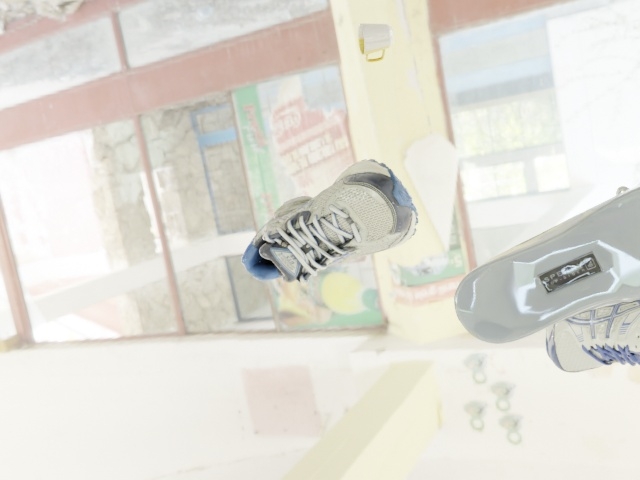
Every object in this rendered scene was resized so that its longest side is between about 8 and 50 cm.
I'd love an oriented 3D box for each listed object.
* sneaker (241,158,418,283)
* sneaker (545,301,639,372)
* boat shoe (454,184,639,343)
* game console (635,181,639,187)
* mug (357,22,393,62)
[{"bbox_3d":[0.000,0.000,0.373,0.058,0.052,0.135,-40,-171,-33],"label":"sneaker"},{"bbox_3d":[0.398,0.115,0.866,0.111,0.131,0.296,24,138,-11],"label":"sneaker"},{"bbox_3d":[0.342,0.017,0.776,0.367,0.136,0.156,-28,177,30],"label":"boat shoe"},{"bbox_3d":[0.572,-0.064,1.028,0.173,0.293,0.250,9,-147,-39],"label":"game console"},{"bbox_3d":[0.112,-0.406,1.359,0.064,0.062,0.078,-10,168,-6],"label":"mug"}]
